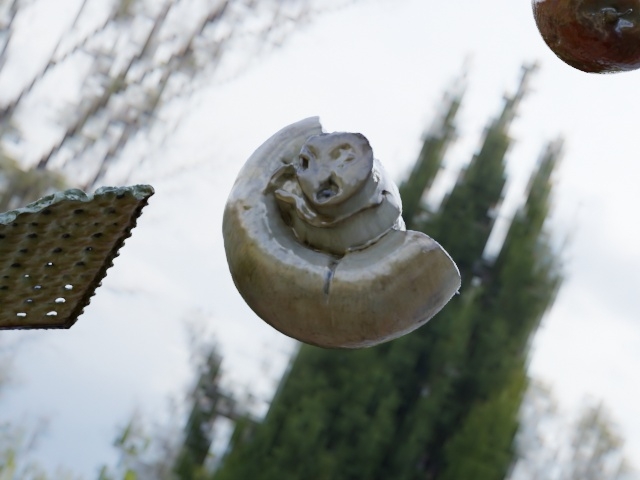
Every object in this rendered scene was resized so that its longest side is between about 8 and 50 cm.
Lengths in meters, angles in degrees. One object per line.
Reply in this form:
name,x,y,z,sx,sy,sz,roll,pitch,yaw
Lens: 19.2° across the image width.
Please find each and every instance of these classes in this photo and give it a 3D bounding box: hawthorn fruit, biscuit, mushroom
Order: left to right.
biscuit,-0.233,0.017,1.542,0.144,0.016,0.203,0,-35,-29
mushroom,0.000,0.000,1.859,0.254,0.189,0.195,43,-13,28
hawthorn fruit,0.268,-0.218,1.816,0.149,0.189,0.149,14,-55,21
